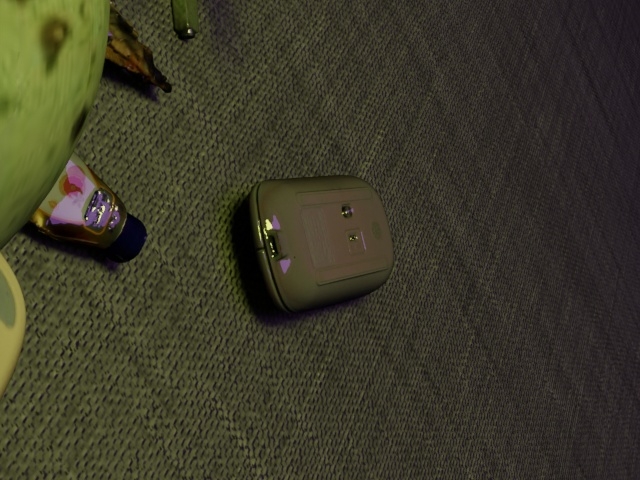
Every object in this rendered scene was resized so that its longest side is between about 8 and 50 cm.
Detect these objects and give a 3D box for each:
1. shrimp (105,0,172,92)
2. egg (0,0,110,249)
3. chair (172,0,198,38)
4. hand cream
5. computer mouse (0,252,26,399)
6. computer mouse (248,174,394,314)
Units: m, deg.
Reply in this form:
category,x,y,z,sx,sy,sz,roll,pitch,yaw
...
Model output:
category,x,y,z,sx,sy,sz,roll,pitch,yaw
shrimp,-0.180,-0.191,0.814,0.262,0.066,0.117,25,56,-55
egg,-0.251,-0.082,0.422,0.379,0.287,0.288,-24,98,-54
chair,-0.103,-0.320,0.928,0.147,0.136,0.271,21,61,-56
hand cream,-0.181,-0.034,0.771,0.163,0.039,0.062,37,63,-43
computer mouse,-0.239,0.075,0.579,0.145,0.082,0.237,56,37,-30
computer mouse,-0.001,0.000,1.032,0.232,0.057,0.120,-12,87,-62
